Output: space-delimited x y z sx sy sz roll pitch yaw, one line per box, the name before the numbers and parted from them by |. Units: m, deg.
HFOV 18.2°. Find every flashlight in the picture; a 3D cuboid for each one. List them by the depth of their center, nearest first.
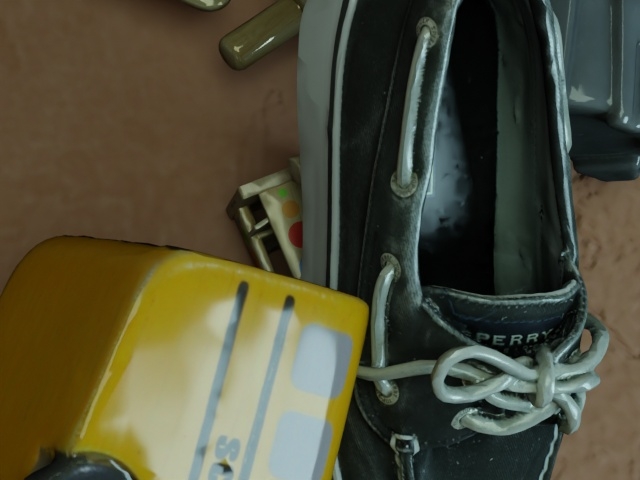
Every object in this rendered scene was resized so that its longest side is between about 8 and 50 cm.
flashlight | 0.117 -0.188 0.867 0.103 0.103 0.304 9 75 -12

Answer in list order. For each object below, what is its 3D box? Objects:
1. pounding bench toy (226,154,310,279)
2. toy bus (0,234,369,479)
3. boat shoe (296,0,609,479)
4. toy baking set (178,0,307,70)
pounding bench toy | 0.000 0.000 0.838 0.052 0.083 0.065 -21 84 -12
toy bus | -0.091 0.166 0.726 0.130 0.108 0.332 17 84 -34
boat shoe | 0.060 0.034 0.787 0.113 0.105 0.306 -6 102 -31
toy baking set | -0.043 -0.173 0.889 0.256 0.030 0.197 -41 83 -19
